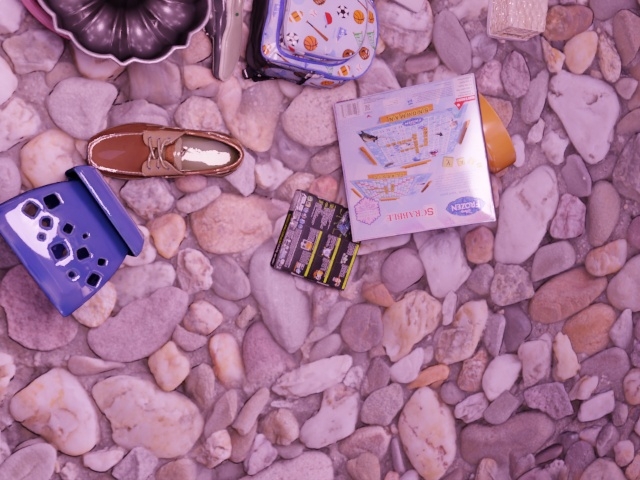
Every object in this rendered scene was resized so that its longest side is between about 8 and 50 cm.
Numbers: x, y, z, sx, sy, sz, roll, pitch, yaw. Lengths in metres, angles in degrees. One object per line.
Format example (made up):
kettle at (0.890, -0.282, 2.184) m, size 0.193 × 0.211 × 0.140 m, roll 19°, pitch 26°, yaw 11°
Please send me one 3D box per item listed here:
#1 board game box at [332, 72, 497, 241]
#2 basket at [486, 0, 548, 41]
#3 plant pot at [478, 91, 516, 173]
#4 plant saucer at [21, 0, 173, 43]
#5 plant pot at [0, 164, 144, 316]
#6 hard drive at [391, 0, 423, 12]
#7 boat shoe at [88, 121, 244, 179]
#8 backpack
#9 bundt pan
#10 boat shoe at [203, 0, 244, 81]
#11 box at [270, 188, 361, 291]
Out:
board game box at (0.205, -0.175, 1.586) m, size 0.318 × 0.066 × 0.318 m, roll -8°, pitch 89°, yaw 18°
basket at (0.476, -0.571, 1.727) m, size 0.113 × 0.103 × 0.167 m, roll 3°, pitch 96°, yaw -18°
plant pot at (0.317, -0.218, 1.675) m, size 0.187 × 0.205 × 0.205 m, roll -32°, pitch 105°, yaw 3°
plant saucer at (-0.444, -0.552, 1.428) m, size 0.331 × 0.084 × 0.333 m, roll -2°, pitch 98°, yaw -18°
plant pot at (-0.486, -0.014, 1.402) m, size 0.212 × 0.236 × 0.236 m, roll -38°, pitch 106°, yaw -19°
hard drive at (0.146, -0.641, 1.554) m, size 0.307 × 0.040 × 0.203 m, roll 8°, pitch 103°, yaw -48°
boat shoe at (-0.312, -0.187, 1.493) m, size 0.323 × 0.120 × 0.123 m, roll -4°, pitch 97°, yaw -18°
backpack at (-0.005, -0.453, 1.532) m, size 0.263 × 0.213 × 0.277 m, roll 10°, pitch 90°, yaw -30°
bundt pan at (-0.367, -0.486, 1.352) m, size 0.330 × 0.124 × 0.331 m, roll -2°, pitch 96°, yaw -19°
boat shoe at (-0.211, -0.458, 1.533) m, size 0.079 × 0.084 × 0.233 m, roll 8°, pitch 103°, yaw 19°
box at (0.000, 0.000, 1.661) m, size 0.184 × 0.045 × 0.191 m, roll 19°, pitch 89°, yaw -22°
